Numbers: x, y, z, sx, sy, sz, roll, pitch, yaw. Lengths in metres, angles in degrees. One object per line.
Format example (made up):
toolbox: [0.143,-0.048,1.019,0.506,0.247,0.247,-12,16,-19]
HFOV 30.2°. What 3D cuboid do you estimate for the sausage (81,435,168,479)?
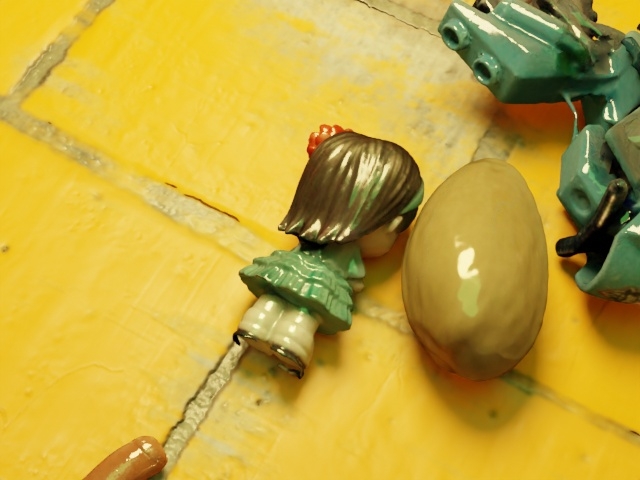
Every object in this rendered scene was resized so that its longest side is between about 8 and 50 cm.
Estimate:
sausage: [-0.199,0.227,1.024,0.042,0.036,0.158,37,66,26]

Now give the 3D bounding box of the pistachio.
pistachio: [0.144,0.025,1.105,0.135,0.136,0.226,9,60,0]

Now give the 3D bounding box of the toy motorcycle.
toy motorcycle: [0.271,-0.099,1.152,0.232,0.172,0.416,-33,79,-26]

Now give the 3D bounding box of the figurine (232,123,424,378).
figurine: [0.000,0.000,1.121,0.137,0.110,0.246,23,70,21]
